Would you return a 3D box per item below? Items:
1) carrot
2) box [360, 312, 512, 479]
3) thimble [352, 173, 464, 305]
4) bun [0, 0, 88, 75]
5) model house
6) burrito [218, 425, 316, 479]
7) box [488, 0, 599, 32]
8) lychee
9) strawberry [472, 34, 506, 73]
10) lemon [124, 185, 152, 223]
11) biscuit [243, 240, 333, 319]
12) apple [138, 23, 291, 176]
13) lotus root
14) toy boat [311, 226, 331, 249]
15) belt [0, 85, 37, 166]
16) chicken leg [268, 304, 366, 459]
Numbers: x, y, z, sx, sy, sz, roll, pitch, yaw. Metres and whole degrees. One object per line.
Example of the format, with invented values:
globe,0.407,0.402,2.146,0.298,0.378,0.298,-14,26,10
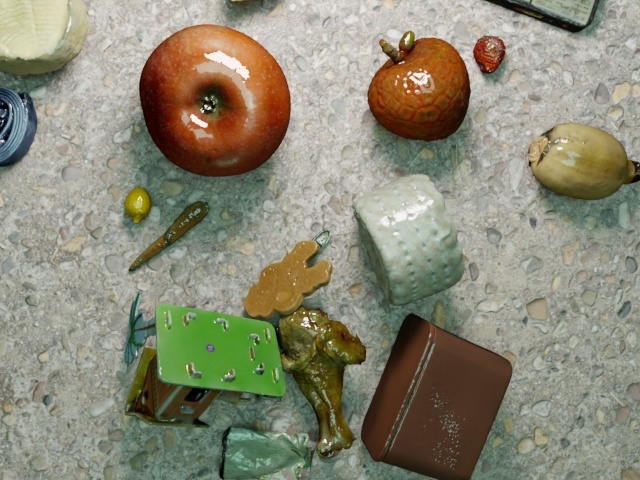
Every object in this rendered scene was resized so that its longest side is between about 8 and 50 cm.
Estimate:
carrot,-0.370,-0.009,1.732,0.254,0.049,0.049,-41,95,1
box,0.274,0.382,1.713,0.229,0.239,0.339,23,89,-9
thimble,0.201,-0.006,1.681,0.195,0.291,0.291,-21,94,-4
bun,-0.658,-0.496,1.630,0.260,0.152,0.259,0,81,0
model house,-0.307,0.285,1.688,0.300,0.340,0.323,15,132,-32
burrito,-0.130,0.522,1.748,0.229,0.089,0.143,6,105,-7
box,0.544,-0.679,1.802,0.350,0.058,0.211,19,91,-6
lychee,0.228,-0.363,1.688,0.255,0.255,0.300,-43,109,-3
strawberry,0.424,-0.467,1.785,0.083,0.083,0.096,10,99,-6
lemon,-0.436,-0.084,1.708,0.065,0.065,0.092,2,82,-6
biscuit,-0.082,0.105,1.729,0.236,0.040,0.144,-38,50,5
apple,-0.237,-0.310,1.602,0.349,0.277,0.348,0,107,1
lotus root,0.675,-0.189,1.779,0.310,0.183,0.182,12,90,-12
toy boat,0.000,0.000,1.771,0.038,0.038,0.083,38,88,-6
belt,-0.744,-0.266,1.662,0.142,0.082,0.190,21,90,-3
chicken leg,0.020,0.320,1.720,0.212,0.140,0.361,-28,85,18
